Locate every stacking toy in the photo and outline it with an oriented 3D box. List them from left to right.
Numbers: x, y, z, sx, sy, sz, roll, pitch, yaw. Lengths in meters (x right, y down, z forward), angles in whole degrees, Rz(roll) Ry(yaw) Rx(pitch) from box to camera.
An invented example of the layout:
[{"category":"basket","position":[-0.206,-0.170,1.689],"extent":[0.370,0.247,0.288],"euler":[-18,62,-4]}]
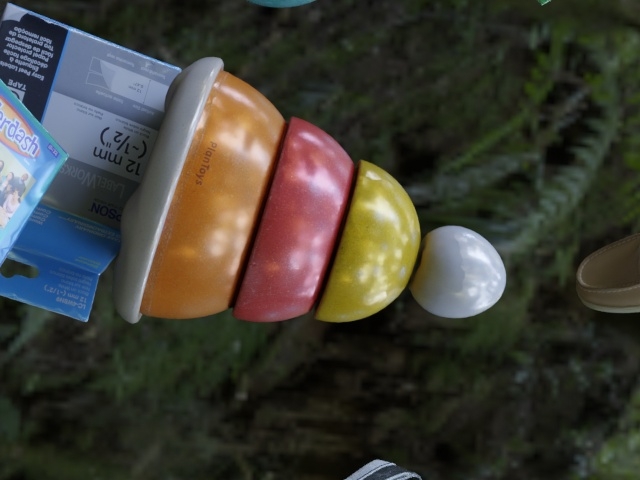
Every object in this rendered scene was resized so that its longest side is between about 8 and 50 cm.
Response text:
[{"category":"stacking toy","position":[0.000,0.000,2.103],"extent":[0.350,0.480,0.350],"euler":[-161,-90,-88]}]

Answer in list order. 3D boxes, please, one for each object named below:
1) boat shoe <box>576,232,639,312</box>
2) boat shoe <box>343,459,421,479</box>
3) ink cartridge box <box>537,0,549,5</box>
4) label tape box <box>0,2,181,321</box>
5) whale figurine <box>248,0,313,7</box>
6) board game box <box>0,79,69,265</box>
[{"category":"boat shoe","position":[0.499,0.007,2.337],"extent":[0.341,0.110,0.121],"euler":[-19,-131,31]},{"category":"boat shoe","position":[0.044,0.345,2.111],"extent":[0.070,0.219,0.077],"euler":[9,-60,39]},{"category":"ink cartridge box","position":[0.304,-0.387,1.918],"extent":[0.087,0.208,0.153],"euler":[50,15,-35]},{"category":"label tape box","position":[-0.350,-0.097,2.149],"extent":[0.115,0.249,0.347],"euler":[-14,-121,63]},{"category":"whale figurine","position":[-0.051,-0.359,1.637],"extent":[0.141,0.216,0.272],"euler":[-106,178,-66]},{"category":"board game box","position":[-0.351,-0.059,1.621],"extent":[0.047,0.160,0.210],"euler":[-8,-137,39]}]
